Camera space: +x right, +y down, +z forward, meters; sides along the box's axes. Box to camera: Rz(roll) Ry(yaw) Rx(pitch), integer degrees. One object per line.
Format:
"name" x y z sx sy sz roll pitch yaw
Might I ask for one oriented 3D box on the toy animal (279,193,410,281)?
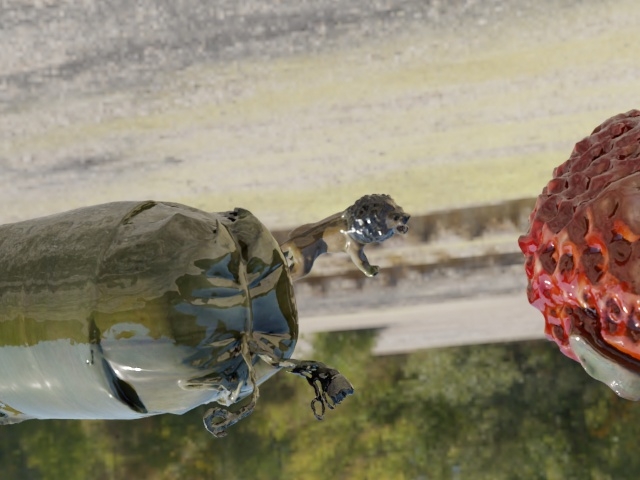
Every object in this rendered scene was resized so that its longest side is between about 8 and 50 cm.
"toy animal" 0.007 0.009 1.225 0.220 0.069 0.086 -30 137 23

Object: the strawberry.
"strawberry" 0.310 -0.016 0.977 0.265 0.336 0.149 8 133 -6

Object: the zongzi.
"zongzi" -0.079 0.052 0.955 0.447 0.181 0.418 -6 179 37
